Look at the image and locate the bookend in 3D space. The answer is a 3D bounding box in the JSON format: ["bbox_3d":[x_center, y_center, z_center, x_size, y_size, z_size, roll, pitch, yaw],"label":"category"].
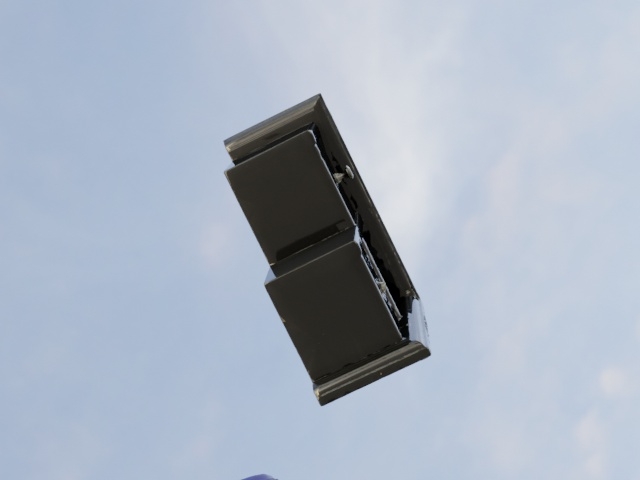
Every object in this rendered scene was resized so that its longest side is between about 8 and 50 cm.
[{"bbox_3d":[0.000,0.000,0.989,0.072,0.156,0.157,-26,-84,5],"label":"bookend"}]

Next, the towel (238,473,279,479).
[{"bbox_3d":[-0.048,0.344,1.614,0.227,0.308,0.076,-13,-65,-36],"label":"towel"}]
